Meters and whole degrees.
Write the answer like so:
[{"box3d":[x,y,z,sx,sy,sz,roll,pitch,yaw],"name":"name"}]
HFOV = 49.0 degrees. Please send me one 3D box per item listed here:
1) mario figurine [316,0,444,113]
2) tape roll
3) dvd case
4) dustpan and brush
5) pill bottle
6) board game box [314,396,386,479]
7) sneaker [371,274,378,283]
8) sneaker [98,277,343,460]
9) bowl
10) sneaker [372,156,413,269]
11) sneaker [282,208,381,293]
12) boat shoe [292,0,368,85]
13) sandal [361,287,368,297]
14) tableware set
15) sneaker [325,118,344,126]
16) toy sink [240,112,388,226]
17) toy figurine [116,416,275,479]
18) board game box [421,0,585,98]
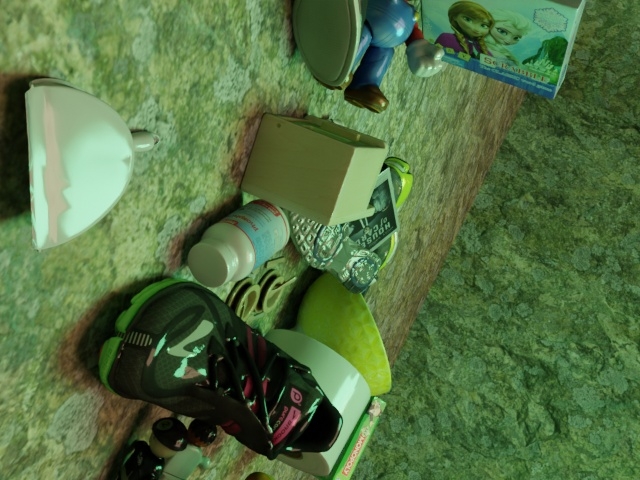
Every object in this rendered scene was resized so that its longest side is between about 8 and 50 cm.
[{"box3d":[0.122,-0.368,1.091,0.321,0.170,0.198,-65,161,2],"name":"mario figurine"},{"box3d":[-0.048,0.311,1.349,0.169,0.246,0.246,-56,160,-31],"name":"tape roll"},{"box3d":[0.086,-0.041,1.498,0.179,0.029,0.239,-39,148,-12],"name":"dvd case"},{"box3d":[-0.211,-0.084,0.679,0.211,0.060,0.148,-23,122,-57],"name":"dustpan and brush"},{"box3d":[-0.116,0.005,1.006,0.160,0.087,0.087,-40,150,-55],"name":"pill bottle"},{"box3d":[0.002,0.430,1.641,0.046,0.317,0.214,35,76,-27],"name":"board game box"},{"box3d":[0.069,0.094,1.664,0.081,0.080,0.211,-42,179,-10],"name":"sneaker"},{"box3d":[-0.108,0.193,0.990,0.483,0.202,0.185,38,72,-53],"name":"sneaker"},{"box3d":[0.020,0.216,1.507,0.155,0.290,0.290,-20,148,-11],"name":"bowl"},{"box3d":[0.121,-0.048,1.656,0.121,0.111,0.300,-26,133,-48],"name":"sneaker"},{"box3d":[0.000,0.000,1.319,0.111,0.129,0.297,-50,141,-8],"name":"sneaker"},{"box3d":[0.027,-0.346,0.924,0.091,0.114,0.303,-47,156,-32],"name":"boat shoe"},{"box3d":[0.119,0.028,1.819,0.097,0.054,0.255,-45,145,-65],"name":"sandal"},{"box3d":[-0.107,0.104,1.247,0.194,0.039,0.128,-15,127,-69],"name":"tableware set"},{"box3d":[0.005,-0.165,1.240,0.043,0.040,0.109,3,108,-54],"name":"sneaker"},{"box3d":[0.007,-0.117,1.105,0.234,0.152,0.131,-14,126,-68],"name":"toy sink"},{"box3d":[-0.185,0.372,1.075,0.148,0.213,0.209,-52,162,3],"name":"toy figurine"},{"box3d":[0.363,-0.447,1.448,0.066,0.318,0.318,-62,162,-13],"name":"board game box"}]
